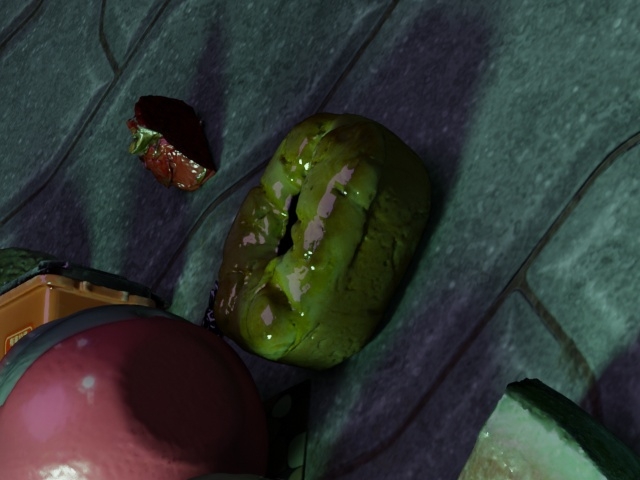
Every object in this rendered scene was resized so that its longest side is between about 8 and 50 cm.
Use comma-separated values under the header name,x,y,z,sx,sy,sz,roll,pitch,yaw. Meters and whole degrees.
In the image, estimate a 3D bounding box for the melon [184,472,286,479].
name,x,y,z,sx,sy,sz,roll,pitch,yaw
melon,-0.087,0.346,1.404,0.330,0.268,0.268,-55,26,-20

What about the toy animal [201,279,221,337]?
name,x,y,z,sx,sy,sz,roll,pitch,yaw
toy animal,-0.156,0.148,1.891,0.220,0.062,0.108,-63,11,2

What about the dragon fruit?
name,x,y,z,sx,sy,sz,roll,pitch,yaw
dragon fruit,-0.204,-0.121,2.122,0.083,0.106,0.162,-49,35,26

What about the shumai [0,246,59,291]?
name,x,y,z,sx,sy,sz,roll,pitch,yaw
shumai,-0.436,0.148,2.281,0.271,0.204,0.222,-16,44,9

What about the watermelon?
name,x,y,z,sx,sy,sz,roll,pitch,yaw
watermelon,0.137,0.238,1.261,0.140,0.193,0.257,42,101,28

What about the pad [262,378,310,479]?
name,x,y,z,sx,sy,sz,roll,pitch,yaw
pad,-0.066,0.265,1.696,0.158,0.003,0.235,-32,41,43

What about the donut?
name,x,y,z,sx,sy,sz,roll,pitch,yaw
donut,0.000,0.000,1.676,0.261,0.128,0.208,-61,28,4

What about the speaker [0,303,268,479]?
name,x,y,z,sx,sy,sz,roll,pitch,yaw
speaker,-0.201,0.195,1.665,0.294,0.294,0.294,-38,38,37

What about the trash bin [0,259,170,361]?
name,x,y,z,sx,sy,sz,roll,pitch,yaw
trash bin,-0.287,0.160,1.985,0.161,0.184,0.239,-25,58,48
